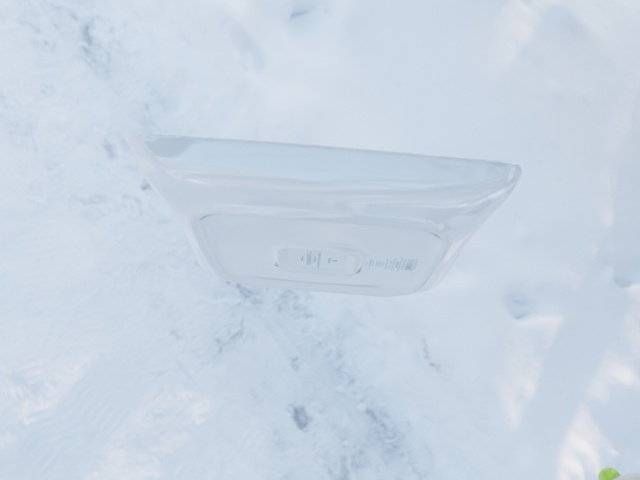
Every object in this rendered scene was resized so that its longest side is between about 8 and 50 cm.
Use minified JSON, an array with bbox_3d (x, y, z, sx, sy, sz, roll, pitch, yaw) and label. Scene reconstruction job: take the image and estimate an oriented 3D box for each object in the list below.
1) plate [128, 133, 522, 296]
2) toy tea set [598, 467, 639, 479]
[{"bbox_3d":[0.000,0.000,0.519,0.277,0.277,0.045,4,70,0],"label":"plate"},{"bbox_3d":[0.169,0.277,0.470,0.335,0.200,0.124,4,33,-20],"label":"toy tea set"}]
